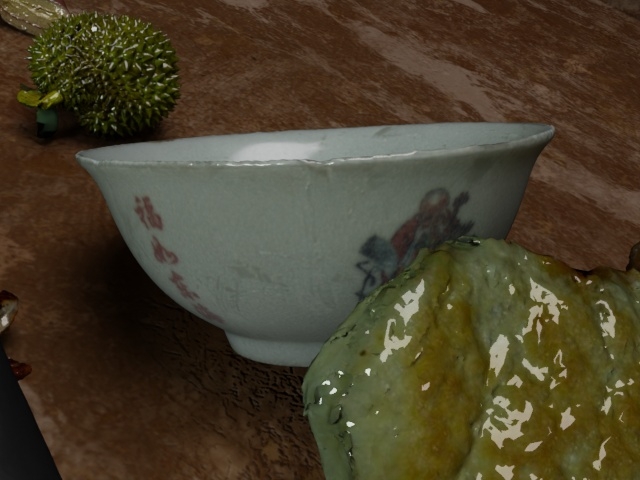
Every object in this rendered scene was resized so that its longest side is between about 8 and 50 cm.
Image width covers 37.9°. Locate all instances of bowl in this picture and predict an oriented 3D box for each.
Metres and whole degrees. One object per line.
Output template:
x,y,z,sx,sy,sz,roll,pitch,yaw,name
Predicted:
0.000,0.000,0.868,0.434,0.196,0.435,-3,9,0,bowl

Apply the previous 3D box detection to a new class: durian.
-0.265,-0.210,1.134,0.198,0.146,0.159,4,34,-27,durian

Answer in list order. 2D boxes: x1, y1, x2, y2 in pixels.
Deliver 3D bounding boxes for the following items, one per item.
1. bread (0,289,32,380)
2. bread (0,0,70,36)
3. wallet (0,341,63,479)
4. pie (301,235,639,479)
-0.367,0.076,0.724,0.268,0.095,0.139,15,27,-25,bread
-0.427,-0.352,1.326,0.119,0.067,0.192,6,36,-35,bread
-0.321,0.080,0.614,0.228,0.062,0.406,-15,72,-46,wallet
0.186,0.185,0.710,0.417,0.180,0.396,-8,78,-34,pie
